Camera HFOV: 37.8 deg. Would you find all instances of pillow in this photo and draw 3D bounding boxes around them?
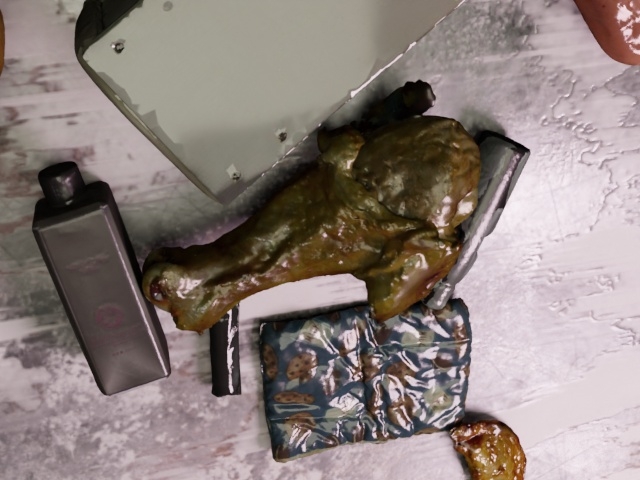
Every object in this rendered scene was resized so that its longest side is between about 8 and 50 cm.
[{"bbox_3d":[0.057,0.164,1.114,0.256,0.034,0.188,-7,112,-9],"label":"pillow"}]

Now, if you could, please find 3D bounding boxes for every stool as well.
[{"bbox_3d":[-0.059,-0.204,0.812,0.270,0.243,0.170,-39,116,5],"label":"stool"}]

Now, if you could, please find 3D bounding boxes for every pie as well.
[{"bbox_3d":[0.225,0.285,1.199,0.088,0.033,0.191,-35,126,-15],"label":"pie"}]

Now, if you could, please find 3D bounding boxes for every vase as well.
[{"bbox_3d":[0.164,-0.017,1.046,0.060,0.060,0.211,17,106,-20],"label":"vase"}]

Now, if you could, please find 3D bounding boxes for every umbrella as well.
[{"bbox_3d":[-0.107,0.117,1.053,0.036,0.031,0.133,-15,117,-32],"label":"umbrella"}]

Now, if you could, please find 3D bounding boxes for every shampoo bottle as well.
[{"bbox_3d":[-0.227,0.037,0.961,0.080,0.079,0.246,-19,115,-6],"label":"shampoo bottle"}]

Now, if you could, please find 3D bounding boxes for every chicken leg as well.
[{"bbox_3d":[0.013,0.005,0.979,0.361,0.140,0.211,-36,95,6],"label":"chicken leg"}]

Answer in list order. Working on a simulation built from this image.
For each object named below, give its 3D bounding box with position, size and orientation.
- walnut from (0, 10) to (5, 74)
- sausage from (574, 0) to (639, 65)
[{"bbox_3d":[-0.357,-0.167,0.802,0.167,0.167,0.207,7,108,-16],"label":"walnut"},{"bbox_3d":[0.243,-0.353,0.913,0.088,0.088,0.433,-31,115,0],"label":"sausage"}]
